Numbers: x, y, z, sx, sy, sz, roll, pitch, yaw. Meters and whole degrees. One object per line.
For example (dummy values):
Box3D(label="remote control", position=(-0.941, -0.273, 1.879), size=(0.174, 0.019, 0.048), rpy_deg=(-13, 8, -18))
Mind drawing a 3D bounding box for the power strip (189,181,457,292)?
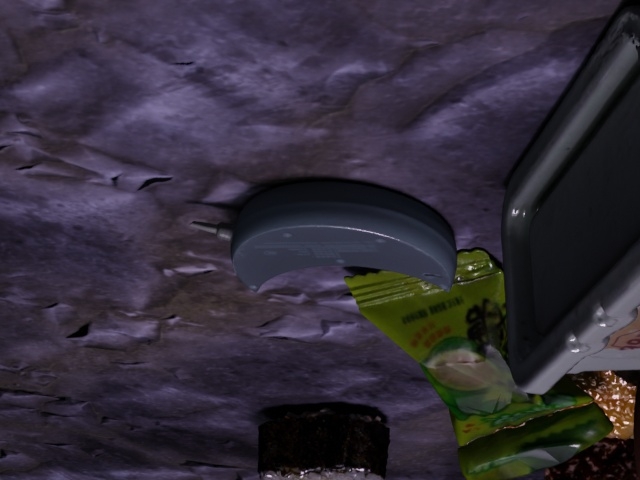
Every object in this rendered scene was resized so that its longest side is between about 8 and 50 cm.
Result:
Box3D(label="power strip", position=(0.000, 0.000, 1.369), size=(0.216, 0.044, 0.137), rpy_deg=(1, 153, 15))

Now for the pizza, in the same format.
Box3D(label="pizza", position=(0.225, 0.134, 1.568), size=(0.226, 0.069, 0.147), rpy_deg=(-7, 128, 20))

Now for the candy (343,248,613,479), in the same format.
Box3D(label="candy", position=(0.141, 0.103, 1.480), size=(0.149, 0.069, 0.246), rpy_deg=(-22, 122, 25))

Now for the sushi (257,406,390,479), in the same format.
Box3D(label="sushi", position=(0.003, 0.225, 1.807), size=(0.150, 0.078, 0.090), rpy_deg=(-8, 157, 29))

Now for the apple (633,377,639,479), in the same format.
Box3D(label="apple", position=(0.380, 0.154, 1.311), size=(0.305, 0.306, 0.235), rpy_deg=(-15, 129, 40))

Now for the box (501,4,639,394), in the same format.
Box3D(label="box", position=(0.253, -0.015, 1.137), size=(0.182, 0.175, 0.312), rpy_deg=(3, 156, -11))

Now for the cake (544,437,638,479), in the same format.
Box3D(label="cake", position=(0.347, 0.248, 1.684), size=(0.246, 0.135, 0.112), rpy_deg=(-4, 151, 23))
